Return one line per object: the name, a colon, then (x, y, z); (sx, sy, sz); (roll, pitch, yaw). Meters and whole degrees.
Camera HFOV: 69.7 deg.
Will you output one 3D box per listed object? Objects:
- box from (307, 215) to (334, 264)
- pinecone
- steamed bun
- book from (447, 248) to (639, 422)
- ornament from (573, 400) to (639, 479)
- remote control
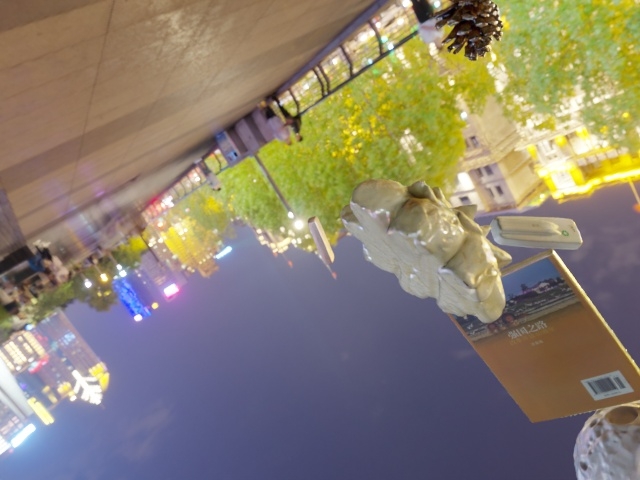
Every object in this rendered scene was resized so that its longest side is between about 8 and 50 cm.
box: (0.000, 0.000, 1.078); (0.025, 0.115, 0.048); (-20, -166, 14)
pinecone: (0.371, -0.549, 1.143); (0.150, 0.195, 0.179); (-12, -164, 47)
steamed bun: (0.170, -0.006, 0.744); (0.137, 0.292, 0.295); (-50, -168, -9)
book: (0.465, 0.219, 0.968); (0.263, 0.373, 0.028); (-33, -171, 37)
ornament: (0.809, 0.571, 1.133); (0.337, 0.337, 0.337); (-30, -168, 7)
remote control: (0.570, -0.025, 1.212); (0.231, 0.049, 0.090); (3, -128, -6)
